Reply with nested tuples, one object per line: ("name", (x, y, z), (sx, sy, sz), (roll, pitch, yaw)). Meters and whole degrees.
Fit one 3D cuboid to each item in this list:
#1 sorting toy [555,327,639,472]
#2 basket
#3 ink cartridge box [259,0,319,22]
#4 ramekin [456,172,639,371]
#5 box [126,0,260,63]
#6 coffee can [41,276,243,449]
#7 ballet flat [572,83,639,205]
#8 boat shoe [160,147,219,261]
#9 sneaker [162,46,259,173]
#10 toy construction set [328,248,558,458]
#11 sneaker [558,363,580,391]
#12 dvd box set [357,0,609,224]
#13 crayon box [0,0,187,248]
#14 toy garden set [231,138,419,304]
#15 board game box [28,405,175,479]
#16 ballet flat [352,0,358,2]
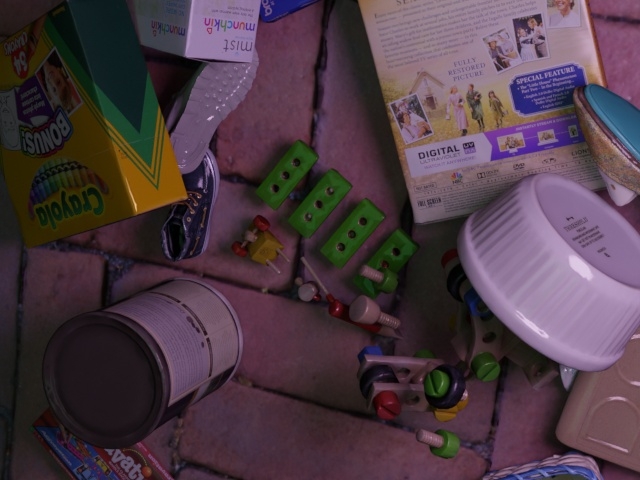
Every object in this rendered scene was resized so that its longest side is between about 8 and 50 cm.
("sorting toy", (0.487, 0.179, 1.662), (0.229, 0.041, 0.307), (21, 101, 5))
("basket", (0.303, 0.415, 1.641), (0.255, 0.289, 0.201), (-19, 92, 23))
("ink cartridge box", (-0.073, -0.437, 1.764), (0.097, 0.046, 0.207), (-21, 92, 23))
("ramekin", (0.321, 0.029, 1.552), (0.273, 0.273, 0.127), (44, 121, 8))
("box", (-0.201, -0.390, 1.723), (0.262, 0.127, 0.231), (24, 109, 47))
("coffee can", (-0.263, 0.178, 1.816), (0.201, 0.275, 0.201), (4, 101, 20))
("ballet flat", (0.452, -0.071, 1.566), (0.348, 0.123, 0.123), (31, 109, -7))
("boat shoe", (-0.205, -0.057, 1.858), (0.065, 0.083, 0.183), (8, 102, 19))
("sneaker", (-0.187, -0.218, 1.826), (0.235, 0.090, 0.095), (-53, 36, 5))
("toy construction set", (0.186, 0.153, 1.681), (0.309, 0.237, 0.257), (23, 89, 55))
("sneaker", (0.360, 0.138, 1.706), (0.061, 0.054, 0.152), (-14, 100, 13))
("dvd box set", (0.228, -0.250, 1.644), (0.307, 0.062, 0.420), (-12, 103, 20))
("crayon box", (-0.378, -0.170, 1.808), (0.363, 0.106, 0.313), (-13, 95, 51))
("toy garden set", (0.000, 0.000, 1.814), (0.244, 0.049, 0.204), (43, 109, 8))
("board game box", (-0.360, 0.378, 2.021), (0.281, 0.027, 0.145), (47, 110, 7))
("ballet flat", (0.100, -0.413, 1.704), (0.188, 0.070, 0.070), (-39, 85, 23))
